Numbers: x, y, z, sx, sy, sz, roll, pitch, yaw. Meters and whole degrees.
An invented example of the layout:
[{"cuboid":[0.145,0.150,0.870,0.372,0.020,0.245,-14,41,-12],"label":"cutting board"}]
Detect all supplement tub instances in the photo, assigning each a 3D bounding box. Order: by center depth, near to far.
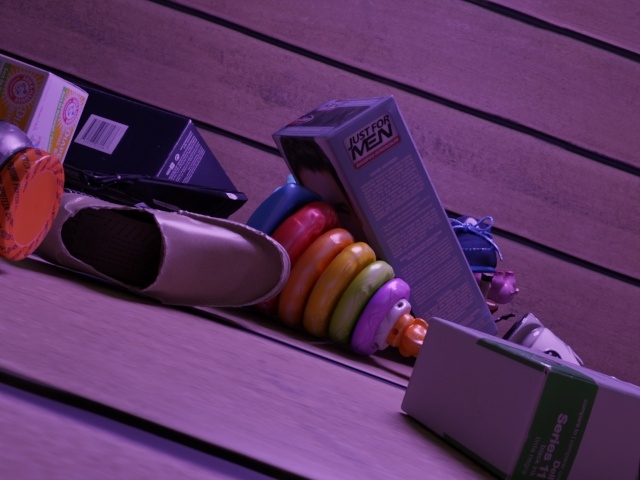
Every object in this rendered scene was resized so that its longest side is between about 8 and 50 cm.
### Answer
[{"cuboid":[-0.315,-0.058,0.588,0.190,0.117,0.117,20,-1,1],"label":"supplement tub"}]

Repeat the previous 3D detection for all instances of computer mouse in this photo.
[{"cuboid":[-0.231,-0.064,1.158,0.262,0.060,0.184,9,5,11],"label":"computer mouse"}]

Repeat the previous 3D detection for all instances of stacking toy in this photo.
[{"cuboid":[0.047,0.074,0.891,0.302,0.175,0.166,32,3,21],"label":"stacking toy"}]

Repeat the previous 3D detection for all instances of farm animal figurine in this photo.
[{"cuboid":[0.187,0.120,1.330,0.327,0.172,0.330,7,4,16],"label":"farm animal figurine"}]

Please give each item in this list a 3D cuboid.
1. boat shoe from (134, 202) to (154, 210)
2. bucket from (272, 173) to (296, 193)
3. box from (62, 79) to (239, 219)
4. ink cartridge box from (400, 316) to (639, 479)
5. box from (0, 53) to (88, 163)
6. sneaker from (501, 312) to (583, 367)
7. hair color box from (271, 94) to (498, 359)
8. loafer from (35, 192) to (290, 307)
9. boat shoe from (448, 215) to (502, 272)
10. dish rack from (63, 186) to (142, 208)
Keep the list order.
[{"cuboid":[-0.228,0.014,1.253,0.226,0.083,0.076,31,-15,-9],"label":"boat shoe"},{"cuboid":[0.000,0.000,1.560,0.183,0.281,0.281,23,0,19],"label":"bucket"},{"cuboid":[-0.395,-0.146,1.551,0.343,0.179,0.312,20,-19,20],"label":"box"},{"cuboid":[0.195,0.142,0.588,0.208,0.086,0.153,19,-1,-24],"label":"ink cartridge box"},{"cuboid":[-0.413,-0.134,0.975,0.114,0.203,0.103,20,-1,11],"label":"box"},{"cuboid":[0.355,0.208,1.208,0.146,0.122,0.330,38,2,12],"label":"sneaker"},{"cuboid":[0.091,-0.010,1.030,0.185,0.114,0.374,17,-42,63],"label":"hair color box"},{"cuboid":[-0.152,0.018,0.733,0.269,0.102,0.092,10,4,-21],"label":"loafer"},{"cuboid":[0.220,0.002,1.161,0.109,0.089,0.258,4,4,-1],"label":"boat shoe"},{"cuboid":[-0.284,-0.016,1.042,0.208,0.074,0.271,19,-1,0],"label":"dish rack"}]
